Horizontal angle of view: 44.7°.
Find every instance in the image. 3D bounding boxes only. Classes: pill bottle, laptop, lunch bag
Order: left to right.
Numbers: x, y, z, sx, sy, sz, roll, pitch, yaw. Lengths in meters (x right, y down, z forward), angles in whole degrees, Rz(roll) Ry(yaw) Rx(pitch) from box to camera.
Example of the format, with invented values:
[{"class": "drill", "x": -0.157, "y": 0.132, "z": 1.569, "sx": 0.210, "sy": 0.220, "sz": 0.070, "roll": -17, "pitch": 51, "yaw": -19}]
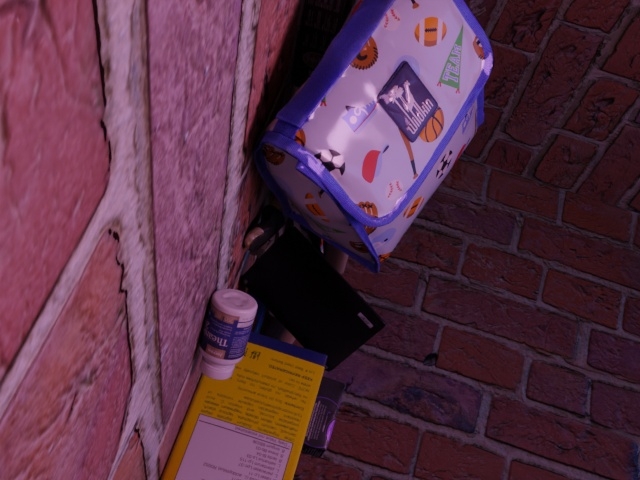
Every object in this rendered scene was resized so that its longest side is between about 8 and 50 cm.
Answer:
[{"class": "pill bottle", "x": -0.135, "y": 0.135, "z": 1.107, "sx": 0.067, "sy": 0.067, "sz": 0.120, "roll": -70, "pitch": 177, "yaw": -69}, {"class": "laptop", "x": -0.018, "y": 0.110, "z": 1.419, "sx": 0.136, "sy": 0.234, "sz": 0.264, "roll": -43, "pitch": 177, "yaw": -3}, {"class": "lunch bag", "x": 0.078, "y": -0.170, "z": 1.113, "sx": 0.328, "sy": 0.239, "sz": 0.385, "roll": -55, "pitch": 159, "yaw": -11}]

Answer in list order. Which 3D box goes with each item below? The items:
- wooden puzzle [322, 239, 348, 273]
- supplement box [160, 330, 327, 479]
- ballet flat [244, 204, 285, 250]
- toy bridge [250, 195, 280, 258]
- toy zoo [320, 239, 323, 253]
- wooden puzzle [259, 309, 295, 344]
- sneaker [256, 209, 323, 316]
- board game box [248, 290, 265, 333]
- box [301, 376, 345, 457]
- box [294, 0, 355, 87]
[{"class": "wooden puzzle", "x": 0.039, "y": -0.144, "z": 1.497, "sx": 0.322, "sy": 0.080, "sz": 0.348, "roll": 98, "pitch": -14, "yaw": -69}, {"class": "supplement box", "x": -0.137, "y": 0.355, "z": 1.303, "sx": 0.195, "sy": 0.194, "sz": 0.356, "roll": 106, "pitch": 2, "yaw": -53}, {"class": "ballet flat", "x": -0.102, "y": -0.021, "z": 1.332, "sx": 0.057, "sy": 0.049, "sz": 0.173, "roll": -44, "pitch": -178, "yaw": 16}, {"class": "toy bridge", "x": -0.095, "y": -0.041, "z": 1.492, "sx": 0.063, "sy": 0.026, "sz": 0.188, "roll": 111, "pitch": -2, "yaw": -53}, {"class": "toy zoo", "x": 0.000, "y": 0.000, "z": 2.045, "sx": 0.192, "sy": 0.030, "sz": 0.293, "roll": -10, "pitch": 142, "yaw": -52}, {"class": "wooden puzzle", "x": -0.079, "y": 0.142, "z": 1.748, "sx": 0.221, "sy": 0.044, "sz": 0.239, "roll": -56, "pitch": -152, "yaw": 32}, {"class": "sneaker", "x": -0.073, "y": 0.003, "z": 1.607, "sx": 0.122, "sy": 0.146, "sz": 0.331, "roll": 44, "pitch": 38, "yaw": -61}, {"class": "board game box", "x": -0.167, "y": 0.228, "z": 1.649, "sx": 0.210, "sy": 0.047, "sz": 0.160, "roll": -70, "pitch": 178, "yaw": -52}, {"class": "box", "x": -0.097, "y": 0.383, "z": 1.815, "sx": 0.143, "sy": 0.270, "sz": 0.165, "roll": 106, "pitch": 2, "yaw": -67}, {"class": "box", "x": 0.028, "y": -0.383, "z": 1.176, "sx": 0.270, "sy": 0.060, "sz": 0.216, "roll": 105, "pitch": 4, "yaw": -69}]
